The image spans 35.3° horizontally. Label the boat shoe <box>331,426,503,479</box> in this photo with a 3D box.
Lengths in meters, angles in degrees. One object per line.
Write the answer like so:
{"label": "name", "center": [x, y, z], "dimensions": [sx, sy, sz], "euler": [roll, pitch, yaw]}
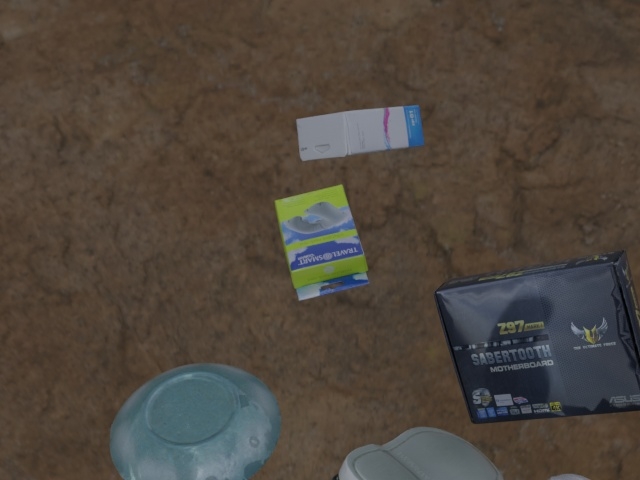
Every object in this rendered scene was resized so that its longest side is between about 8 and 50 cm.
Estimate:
{"label": "boat shoe", "center": [0.098, 0.275, 1.099], "dimensions": [0.114, 0.302, 0.091], "euler": [42, 109, 35]}

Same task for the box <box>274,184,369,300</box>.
{"label": "box", "center": [0.000, 0.000, 1.452], "dimensions": [0.109, 0.042, 0.178], "euler": [-14, 44, -2]}

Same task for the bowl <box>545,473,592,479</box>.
{"label": "bowl", "center": [0.271, 0.352, 1.234], "dimensions": [0.053, 0.142, 0.142], "euler": [34, 61, 10]}

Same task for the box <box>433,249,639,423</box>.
{"label": "box", "center": [0.271, 0.120, 1.211], "dimensions": [0.233, 0.183, 0.059], "euler": [-11, 11, 30]}

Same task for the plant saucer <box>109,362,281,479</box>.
{"label": "plant saucer", "center": [-0.141, 0.198, 1.117], "dimensions": [0.195, 0.037, 0.195], "euler": [-3, 42, 3]}

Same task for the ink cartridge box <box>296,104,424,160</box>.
{"label": "ink cartridge box", "center": [0.046, -0.125, 1.167], "dimensions": [0.122, 0.088, 0.052], "euler": [-13, 97, -41]}
